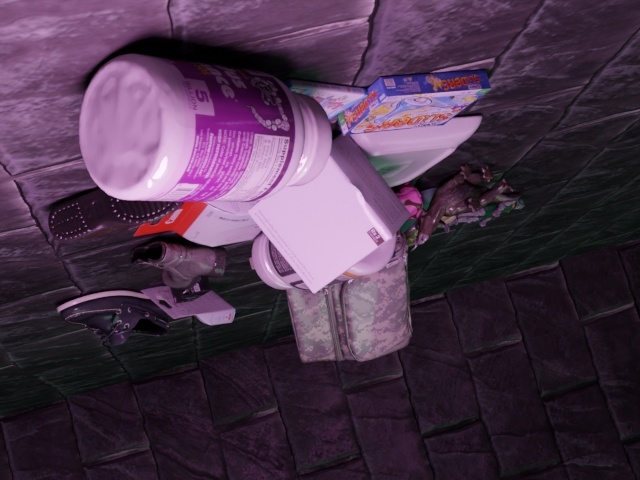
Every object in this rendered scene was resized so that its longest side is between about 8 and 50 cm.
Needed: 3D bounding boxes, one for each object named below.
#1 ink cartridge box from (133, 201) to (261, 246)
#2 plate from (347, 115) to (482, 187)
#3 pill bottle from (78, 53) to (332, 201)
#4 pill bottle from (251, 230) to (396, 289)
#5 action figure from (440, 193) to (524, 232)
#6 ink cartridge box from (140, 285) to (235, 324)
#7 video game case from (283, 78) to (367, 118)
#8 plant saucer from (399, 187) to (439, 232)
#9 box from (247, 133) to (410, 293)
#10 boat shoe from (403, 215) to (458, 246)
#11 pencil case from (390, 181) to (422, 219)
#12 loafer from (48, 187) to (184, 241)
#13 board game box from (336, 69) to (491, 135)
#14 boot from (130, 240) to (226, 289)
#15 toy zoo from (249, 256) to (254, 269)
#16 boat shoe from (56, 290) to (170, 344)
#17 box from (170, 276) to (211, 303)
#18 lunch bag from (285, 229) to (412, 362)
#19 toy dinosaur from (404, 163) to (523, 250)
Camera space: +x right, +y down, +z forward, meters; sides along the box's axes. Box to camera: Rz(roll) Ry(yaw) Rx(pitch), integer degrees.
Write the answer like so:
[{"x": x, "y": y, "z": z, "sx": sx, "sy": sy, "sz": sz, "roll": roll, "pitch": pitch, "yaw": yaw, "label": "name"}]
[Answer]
[{"x": -0.206, "y": -0.032, "z": 1.861, "sx": 0.232, "sy": 0.066, "sz": 0.189, "roll": -16, "pitch": 169, "yaw": -26, "label": "ink cartridge box"}, {"x": 0.116, "y": -0.142, "z": 1.825, "sx": 0.277, "sy": 0.045, "sz": 0.278, "roll": -10, "pitch": 167, "yaw": -32, "label": "plate"}, {"x": -0.127, "y": -0.131, "z": 1.242, "sx": 0.169, "sy": 0.169, "sz": 0.301, "roll": -26, "pitch": 165, "yaw": 37, "label": "pill bottle"}, {"x": -0.001, "y": 0.007, "z": 1.894, "sx": 0.162, "sy": 0.162, "sz": 0.278, "roll": -8, "pitch": 174, "yaw": -37, "label": "pill bottle"}, {"x": 0.410, "y": -0.074, "z": 2.516, "sx": 0.232, "sy": 0.063, "sz": 0.137, "roll": -15, "pitch": 165, "yaw": -25, "label": "action figure"}, {"x": -0.311, "y": 0.154, "z": 2.373, "sx": 0.179, "sy": 0.145, "sz": 0.045, "roll": -8, "pitch": 121, "yaw": -42, "label": "ink cartridge box"}, {"x": -0.027, "y": -0.194, "z": 1.462, "sx": 0.119, "sy": 0.015, "sz": 0.166, "roll": -27, "pitch": 165, "yaw": 39, "label": "video game case"}, {"x": 0.195, "y": -0.054, "z": 2.277, "sx": 0.195, "sy": 0.037, "sz": 0.195, "roll": -26, "pitch": 166, "yaw": -7, "label": "plant saucer"}, {"x": 0.015, "y": -0.046, "z": 1.656, "sx": 0.182, "sy": 0.181, "sz": 0.119, "roll": -37, "pitch": -177, "yaw": 28, "label": "box"}, {"x": 0.234, "y": -0.046, "z": 2.406, "sx": 0.190, "sy": 0.068, "sz": 0.072, "roll": -35, "pitch": 148, "yaw": 29, "label": "boat shoe"}, {"x": 0.105, "y": -0.067, "z": 2.056, "sx": 0.209, "sy": 0.095, "sz": 0.098, "roll": -14, "pitch": 153, "yaw": -24, "label": "pencil case"}, {"x": -0.312, "y": -0.055, "z": 1.585, "sx": 0.220, "sy": 0.080, "sz": 0.078, "roll": -13, "pitch": 178, "yaw": 7, "label": "loafer"}, {"x": 0.144, "y": -0.212, "z": 1.564, "sx": 0.201, "sy": 0.035, "sz": 0.136, "roll": -10, "pitch": 166, "yaw": -31, "label": "board game box"}, {"x": -0.306, "y": 0.038, "z": 2.025, "sx": 0.161, "sy": 0.083, "sz": 0.246, "roll": 11, "pitch": 165, "yaw": -30, "label": "boot"}, {"x": 0.000, "y": 0.000, "z": 2.343, "sx": 0.293, "sy": 0.030, "sz": 0.192, "roll": -27, "pitch": 164, "yaw": 40, "label": "toy zoo"}, {"x": -0.464, "y": 0.185, "z": 2.344, "sx": 0.127, "sy": 0.113, "sz": 0.340, "roll": -20, "pitch": 167, "yaw": 22, "label": "boat shoe"}, {"x": -0.298, "y": 0.101, "z": 2.314, "sx": 0.052, "sy": 0.062, "sz": 0.083, "roll": -7, "pitch": 165, "yaw": -44, "label": "box"}, {"x": 0.066, "y": 0.105, "z": 2.166, "sx": 0.256, "sy": 0.212, "sz": 0.305, "roll": -4, "pitch": 130, "yaw": 6, "label": "lunch bag"}, {"x": 0.309, "y": -0.097, "z": 2.191, "sx": 0.313, "sy": 0.121, "sz": 0.160, "roll": -26, "pitch": -179, "yaw": -38, "label": "toy dinosaur"}]
